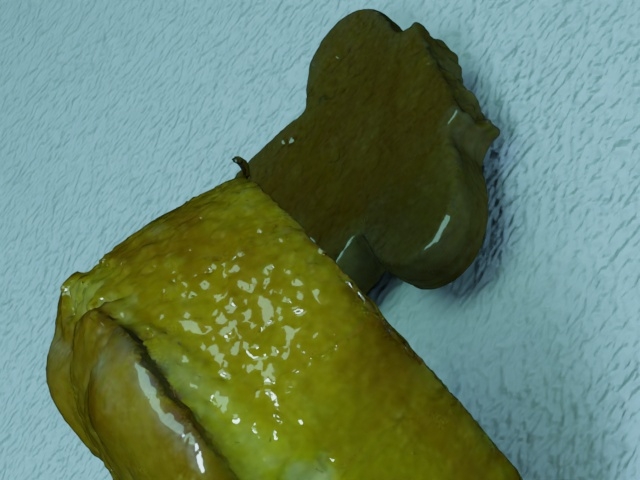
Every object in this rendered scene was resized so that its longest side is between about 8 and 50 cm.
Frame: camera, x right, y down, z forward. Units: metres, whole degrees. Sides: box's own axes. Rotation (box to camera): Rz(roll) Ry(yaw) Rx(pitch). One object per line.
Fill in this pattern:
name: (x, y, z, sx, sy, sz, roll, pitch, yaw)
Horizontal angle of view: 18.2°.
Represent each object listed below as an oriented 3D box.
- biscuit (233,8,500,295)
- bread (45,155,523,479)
biscuit: (0.000, 0.000, 1.753, 0.394, 0.076, 0.368, -49, 33, 15)
bread: (-0.017, 0.149, 1.368, 0.215, 0.398, 0.398, -42, 32, -5)
